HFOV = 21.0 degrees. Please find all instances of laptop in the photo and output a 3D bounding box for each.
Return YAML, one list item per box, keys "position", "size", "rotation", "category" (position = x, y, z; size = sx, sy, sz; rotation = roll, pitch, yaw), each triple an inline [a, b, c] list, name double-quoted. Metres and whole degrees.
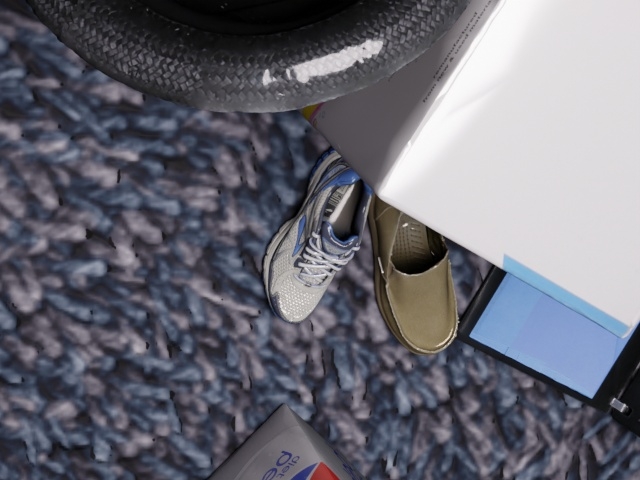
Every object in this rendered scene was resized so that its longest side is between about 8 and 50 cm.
- position: [0.282, 0.049, 1.278]
  size: [0.136, 0.264, 0.234]
  rotation: [16, 107, -59]
  category: "laptop"

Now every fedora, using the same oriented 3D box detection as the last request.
- position: [-0.044, -0.202, 1.042]
  size: [0.334, 0.152, 0.334]
  rotation: [-1, 68, 2]
  category: "fedora"

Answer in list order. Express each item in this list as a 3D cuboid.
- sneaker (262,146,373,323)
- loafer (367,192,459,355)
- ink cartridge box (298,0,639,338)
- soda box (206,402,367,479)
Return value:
- position: [0.000, 0.000, 1.221]
  size: [0.052, 0.058, 0.135]
  rotation: [17, 103, -21]
  category: "sneaker"
- position: [0.067, 0.022, 1.252]
  size: [0.056, 0.050, 0.148]
  rotation: [-21, 113, -9]
  category: "loafer"
- position: [0.123, -0.106, 1.105]
  size: [0.198, 0.270, 0.197]
  rotation: [29, 99, -23]
  category: "ink cartridge box"
- position: [0.009, 0.222, 1.173]
  size: [0.091, 0.286, 0.098]
  rotation: [-44, 113, 2]
  category: "soda box"
